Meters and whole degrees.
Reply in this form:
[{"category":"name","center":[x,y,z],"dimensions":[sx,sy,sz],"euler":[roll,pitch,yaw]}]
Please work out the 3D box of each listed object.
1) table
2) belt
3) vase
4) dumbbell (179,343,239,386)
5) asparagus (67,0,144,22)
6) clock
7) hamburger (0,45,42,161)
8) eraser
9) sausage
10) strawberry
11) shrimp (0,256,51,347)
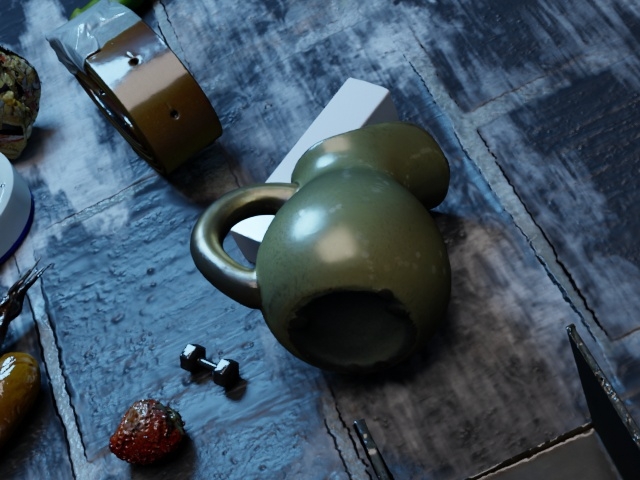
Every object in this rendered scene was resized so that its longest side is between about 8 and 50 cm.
[{"category":"table","center":[0.209,0.274,1.285],"dimensions":[0.250,0.282,0.196],"euler":[-24,49,1]},{"category":"belt","center":[-0.283,-0.235,1.909],"dimensions":[0.122,0.217,0.338],"euler":[-37,48,-10]},{"category":"vase","center":[0.000,0.000,1.597],"dimensions":[0.329,0.241,0.302],"euler":[2,46,2]},{"category":"dumbbell","center":[-0.145,0.164,1.667],"dimensions":[0.083,0.040,0.036],"euler":[20,94,32]},{"category":"asparagus","center":[-0.312,-0.449,2.177],"dimensions":[0.082,0.085,0.343],"euler":[21,65,36]},{"category":"clock","center":[-0.562,-0.041,1.956],"dimensions":[0.230,0.083,0.230],"euler":[-9,51,11]},{"category":"hamburger","center":[-0.554,-0.219,1.997],"dimensions":[0.231,0.231,0.107],"euler":[-8,53,15]},{"category":"eraser","center":[-0.003,-0.093,1.786],"dimensions":[0.076,0.078,0.298],"euler":[23,65,33]},{"category":"sausage","center":[-0.484,0.271,1.685],"dimensions":[0.302,0.076,0.103],"euler":[-42,52,-14]},{"category":"strawberry","center":[-0.223,0.244,1.609],"dimensions":[0.096,0.083,0.083],"euler":[-25,49,12]},{"category":"shrimp","center":[-0.509,0.141,1.769],"dimensions":[0.145,0.116,0.343],"euler":[36,75,29]}]
